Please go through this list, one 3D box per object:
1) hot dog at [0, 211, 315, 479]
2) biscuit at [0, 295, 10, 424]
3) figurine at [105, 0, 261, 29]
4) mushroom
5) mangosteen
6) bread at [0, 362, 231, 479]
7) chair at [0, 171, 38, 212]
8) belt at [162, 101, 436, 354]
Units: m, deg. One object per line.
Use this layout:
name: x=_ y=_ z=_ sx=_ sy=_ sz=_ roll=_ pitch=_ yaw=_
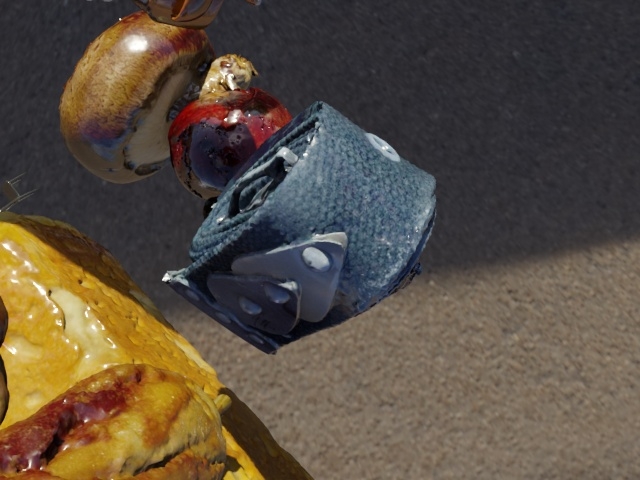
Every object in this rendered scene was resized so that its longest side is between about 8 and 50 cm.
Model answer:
hot dog: x=-0.182 y=0.178 z=0.889 sx=0.223 sy=0.185 sz=0.405 roll=-47 pitch=74 yaw=12
biscuit: x=-0.335 y=0.060 z=0.598 sx=0.325 sy=0.107 sz=0.326 roll=-4 pitch=107 yaw=-14
figurine: x=-0.179 y=-0.295 z=1.106 sx=0.271 sy=0.143 sz=0.143 roll=17 pitch=108 yaw=-15
mushroom: x=-0.235 y=-0.205 z=1.532 sx=0.278 sy=0.297 sz=0.163 roll=-32 pitch=76 yaw=-8
mangosteen: x=-0.108 y=-0.107 z=1.420 sx=0.166 sy=0.166 sz=0.180 roll=-13 pitch=125 yaw=-5
bread: x=-0.128 y=0.150 z=0.605 sx=0.084 sy=0.344 sz=0.124 roll=13 pitch=109 yaw=22
chair: x=-0.503 y=-0.073 z=1.786 sx=0.042 sy=0.086 sz=0.037 roll=48 pitch=142 yaw=-3
belt: x=0.000 y=0.000 z=0.712 sx=0.128 sy=0.218 sz=0.122 roll=35 pitch=68 yaw=-10
